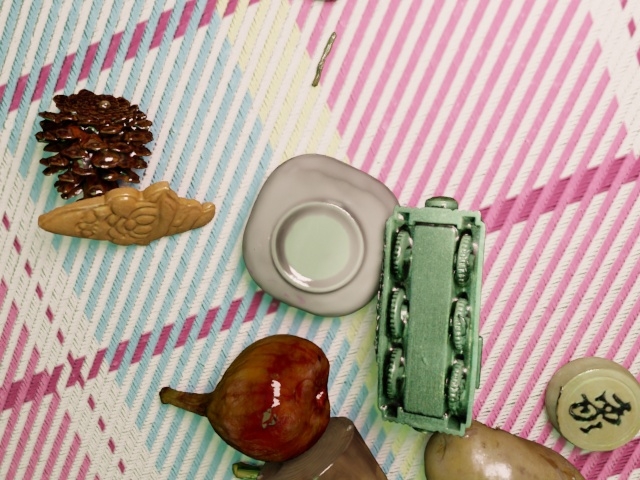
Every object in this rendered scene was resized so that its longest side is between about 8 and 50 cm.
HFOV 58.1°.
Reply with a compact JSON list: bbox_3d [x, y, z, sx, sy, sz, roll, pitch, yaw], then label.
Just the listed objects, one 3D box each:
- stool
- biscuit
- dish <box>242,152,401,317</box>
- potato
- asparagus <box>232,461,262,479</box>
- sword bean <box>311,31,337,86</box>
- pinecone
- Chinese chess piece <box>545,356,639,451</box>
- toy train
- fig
[{"bbox_3d":[0.041,0.432,0.888,0.179,0.179,0.264,-31,96,9],"label":"stool"},{"bbox_3d":[-0.278,-0.032,0.846,0.249,0.162,0.035,-4,59,-19],"label":"biscuit"},{"bbox_3d":[0.000,0.000,0.847,0.255,0.117,0.257,1,99,4],"label":"dish"},{"bbox_3d":[0.285,0.365,0.868,0.262,0.165,0.165,17,101,8],"label":"potato"},{"bbox_3d":[-0.098,0.391,0.970,0.108,0.021,0.025,6,99,3],"label":"asparagus"},{"bbox_3d":[0.005,-0.268,0.853,0.012,0.012,0.083,22,102,0],"label":"sword bean"},{"bbox_3d":[-0.328,-0.123,0.838,0.162,0.163,0.165,14,115,2],"label":"pinecone"},{"bbox_3d":[0.423,0.252,0.888,0.143,0.058,0.144,1,100,5],"label":"Chinese chess piece"},{"bbox_3d":[0.166,0.102,0.824,0.138,0.178,0.331,5,96,23],"label":"toy train"},{"bbox_3d":[-0.108,0.251,0.905,0.290,0.190,0.191,-23,99,44],"label":"fig"}]
